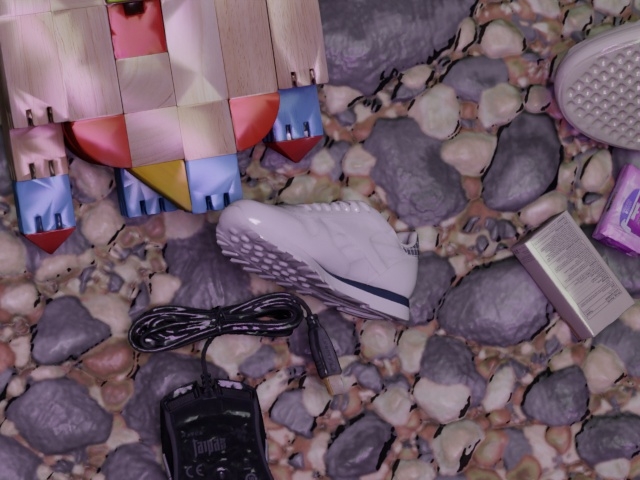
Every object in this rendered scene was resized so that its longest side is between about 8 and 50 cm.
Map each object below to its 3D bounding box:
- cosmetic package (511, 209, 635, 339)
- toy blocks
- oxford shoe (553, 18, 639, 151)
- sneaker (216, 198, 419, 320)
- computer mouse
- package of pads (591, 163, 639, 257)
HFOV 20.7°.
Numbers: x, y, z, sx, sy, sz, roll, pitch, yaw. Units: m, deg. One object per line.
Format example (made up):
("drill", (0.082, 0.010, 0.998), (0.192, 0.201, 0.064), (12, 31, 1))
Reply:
("cosmetic package", (0.245, 0.034, 1.700), (0.060, 0.041, 0.115), (-36, 92, -16))
("toy blocks", (-0.141, -0.134, 1.576), (0.381, 0.191, 0.261), (-10, 96, -15))
("oxford shoe", (0.441, -0.197, 1.746), (0.449, 0.169, 0.130), (-14, 44, -8))
("sneaker", (0.000, 0.000, 1.593), (0.235, 0.090, 0.095), (27, 75, -43))
("computer mouse", (-0.061, 0.174, 1.589), (0.184, 0.060, 0.262), (-12, 69, -11))
("package of pads", (0.308, -0.029, 1.730), (0.050, 0.032, 0.083), (27, 77, -8))
